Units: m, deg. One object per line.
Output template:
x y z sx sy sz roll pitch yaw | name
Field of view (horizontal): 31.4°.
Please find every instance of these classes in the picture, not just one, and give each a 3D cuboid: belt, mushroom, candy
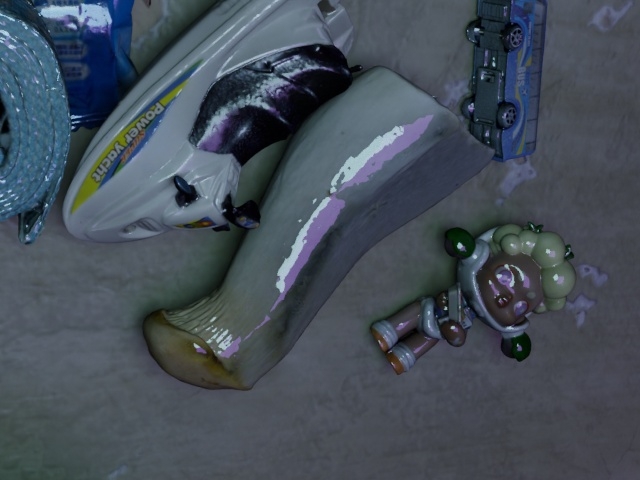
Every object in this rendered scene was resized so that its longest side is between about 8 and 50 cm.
-0.247 -0.097 0.806 0.148 0.082 0.163 17 108 -20 | belt
0.000 0.000 0.940 0.328 0.122 0.159 -48 116 -3 | mushroom
-0.173 -0.145 0.853 0.088 0.038 0.136 -10 121 -19 | candy

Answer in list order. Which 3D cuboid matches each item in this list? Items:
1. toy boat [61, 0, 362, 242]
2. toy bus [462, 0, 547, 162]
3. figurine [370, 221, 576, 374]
-0.072 -0.088 0.861 0.141 0.141 0.269 39 82 -31 | toy boat
0.165 -0.148 1.010 0.061 0.051 0.153 -12 113 -35 | toy bus
0.144 0.055 1.044 0.197 0.093 0.147 -35 109 -10 | figurine
